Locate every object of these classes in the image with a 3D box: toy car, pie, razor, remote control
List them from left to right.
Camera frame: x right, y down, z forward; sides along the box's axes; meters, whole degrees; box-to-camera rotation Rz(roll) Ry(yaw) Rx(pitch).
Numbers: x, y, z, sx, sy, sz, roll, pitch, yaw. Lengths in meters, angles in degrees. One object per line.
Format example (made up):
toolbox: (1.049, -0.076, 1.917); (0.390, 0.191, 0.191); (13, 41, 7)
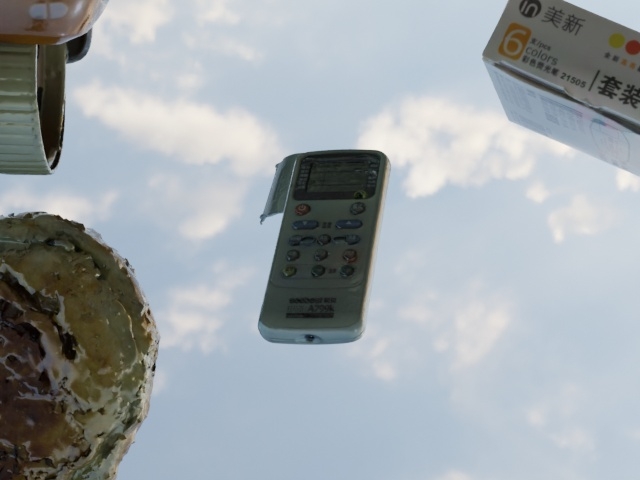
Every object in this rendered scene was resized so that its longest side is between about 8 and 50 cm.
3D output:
pie: (-0.271, 0.106, 1.121); (0.308, 0.308, 0.085); (21, -170, 8)
toy car: (-0.215, -0.158, 0.930); (0.145, 0.235, 0.235); (3, -138, -4)
razor: (0.000, 0.000, 1.043); (0.040, 0.135, 0.068); (-10, -137, 26)
remote control: (0.004, 0.001, 0.630); (0.053, 0.018, 0.124); (-1, -134, 14)

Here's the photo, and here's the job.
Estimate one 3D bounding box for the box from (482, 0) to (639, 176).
box: (0.286, -0.143, 1.288); (0.220, 0.091, 0.274); (26, 180, 14)
